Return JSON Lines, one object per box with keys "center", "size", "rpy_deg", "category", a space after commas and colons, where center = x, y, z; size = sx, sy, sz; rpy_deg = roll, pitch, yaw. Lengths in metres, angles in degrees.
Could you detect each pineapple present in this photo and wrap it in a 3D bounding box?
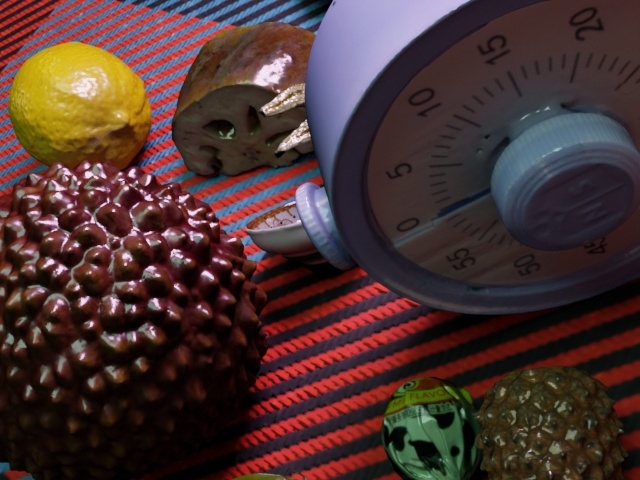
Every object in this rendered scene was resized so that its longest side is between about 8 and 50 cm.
{"center": [0.169, 0.226, 0.688], "size": [0.130, 0.119, 0.277], "rpy_deg": [7, 50, -13], "category": "pineapple"}

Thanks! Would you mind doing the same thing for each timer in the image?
{"center": [0.159, -0.081, 0.762], "size": [0.395, 0.395, 0.173], "rpy_deg": [-26, 49, 14], "category": "timer"}

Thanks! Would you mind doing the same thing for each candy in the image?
{"center": [0.117, 0.246, 0.759], "size": [0.083, 0.091, 0.305], "rpy_deg": [-32, 55, 25], "category": "candy"}

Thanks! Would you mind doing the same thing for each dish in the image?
{"center": [0.000, 0.000, 1.020], "size": [0.141, 0.078, 0.141], "rpy_deg": [-17, 12, 4], "category": "dish"}

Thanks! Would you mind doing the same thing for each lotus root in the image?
{"center": [-0.082, -0.168, 1.167], "size": [0.235, 0.138, 0.119], "rpy_deg": [-11, 42, 34], "category": "lotus root"}

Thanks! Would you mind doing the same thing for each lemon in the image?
{"center": [-0.309, -0.167, 1.278], "size": [0.193, 0.180, 0.180], "rpy_deg": [22, 69, 18], "category": "lemon"}

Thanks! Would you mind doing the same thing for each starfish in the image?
{"center": [0.038, -0.144, 1.074], "size": [0.223, 0.050, 0.217], "rpy_deg": [-23, 62, -19], "category": "starfish"}

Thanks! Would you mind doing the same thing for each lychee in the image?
{"center": [-0.206, 0.083, 0.938], "size": [0.306, 0.330, 0.306], "rpy_deg": [-5, 30, 3], "category": "lychee"}

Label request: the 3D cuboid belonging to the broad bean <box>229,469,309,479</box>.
{"center": [-0.123, 0.275, 0.898], "size": [0.254, 0.046, 0.065], "rpy_deg": [-36, 57, 4], "category": "broad bean"}
